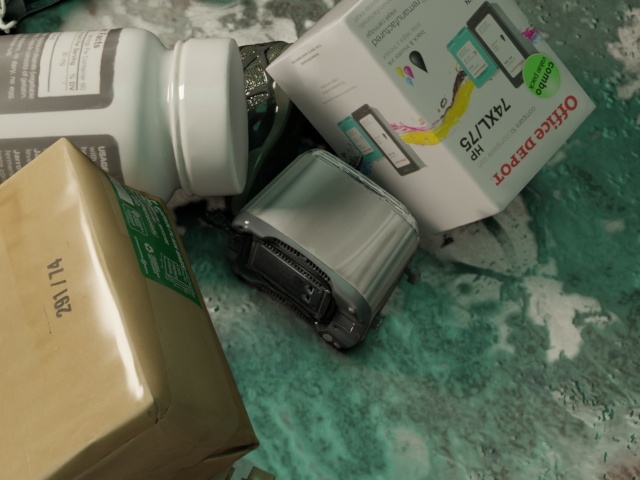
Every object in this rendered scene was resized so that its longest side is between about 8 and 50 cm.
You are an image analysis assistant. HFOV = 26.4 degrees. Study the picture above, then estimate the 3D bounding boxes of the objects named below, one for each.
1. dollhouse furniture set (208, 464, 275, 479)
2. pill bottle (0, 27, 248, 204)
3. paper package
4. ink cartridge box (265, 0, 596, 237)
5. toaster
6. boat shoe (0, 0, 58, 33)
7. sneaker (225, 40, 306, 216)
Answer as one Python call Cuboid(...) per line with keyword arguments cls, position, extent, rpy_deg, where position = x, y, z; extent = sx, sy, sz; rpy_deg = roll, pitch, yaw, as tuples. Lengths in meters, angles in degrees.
Cuboid(cls="dollhouse furniture set", position=(-0.055, 0.300, 1.329), extent=(0.182, 0.161, 0.101), rpy_deg=(23, 62, 7))
Cuboid(cls="pill bottle", position=(-0.267, -0.125, 1.480), extent=(0.361, 0.204, 0.204), rpy_deg=(-2, 61, 4))
Cuboid(cls="paper package", position=(-0.259, 0.125, 1.298), extent=(0.309, 0.168, 0.324), rpy_deg=(-35, 54, 14))
Cuboid(cls="ink cartridge box", position=(0.124, -0.171, 1.536), extent=(0.270, 0.197, 0.198), rpy_deg=(49, 64, -11))
Cuboid(cls="toaster", position=(0.000, 0.000, 1.521), extent=(0.227, 0.129, 0.146), rpy_deg=(35, 59, 11))
Cuboid(cls="boat shoe", position=(-0.390, -0.307, 1.647), extent=(0.319, 0.116, 0.099), rpy_deg=(-35, 68, -28))
Cuboid(cls="sneaker", position=(-0.092, -0.133, 1.611), extent=(0.130, 0.087, 0.227), rpy_deg=(9, 76, 23))
